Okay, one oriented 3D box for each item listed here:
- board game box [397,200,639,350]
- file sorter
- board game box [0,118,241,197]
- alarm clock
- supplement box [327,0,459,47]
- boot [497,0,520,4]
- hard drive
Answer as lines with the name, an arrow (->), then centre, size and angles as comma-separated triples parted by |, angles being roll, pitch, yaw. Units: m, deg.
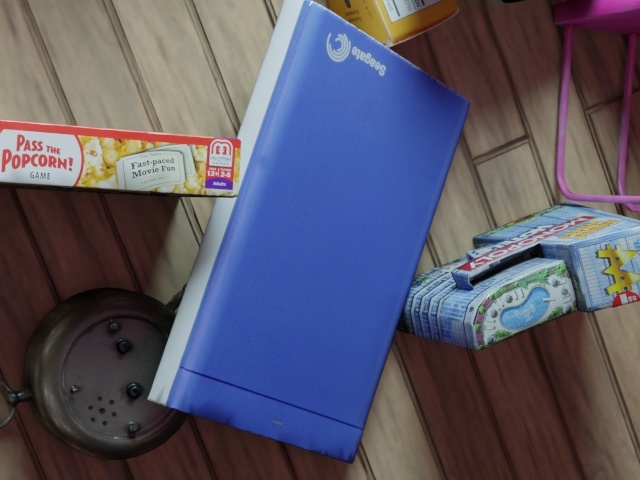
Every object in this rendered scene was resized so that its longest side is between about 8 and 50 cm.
board game box -> 0.179, 0.025, 1.183 | 0.194, 0.194, 0.060 | -20, 99, -21
file sorter -> 0.371, -0.108, 1.254 | 0.291, 0.202, 0.182 | 3, 92, -22
board game box -> -0.172, -0.057, 1.064 | 0.193, 0.147, 0.045 | 3, 91, -23
alarm clock -> -0.176, 0.107, 1.116 | 0.192, 0.064, 0.129 | -14, 97, -18
supplement box -> 0.026, -0.271, 1.176 | 0.080, 0.078, 0.233 | -25, 101, -23
boot -> 0.145, -0.287, 1.189 | 0.244, 0.088, 0.176 | -6, 81, -52
hard drive -> 0.000, 0.000, 1.151 | 0.210, 0.040, 0.318 | 25, 81, -45
